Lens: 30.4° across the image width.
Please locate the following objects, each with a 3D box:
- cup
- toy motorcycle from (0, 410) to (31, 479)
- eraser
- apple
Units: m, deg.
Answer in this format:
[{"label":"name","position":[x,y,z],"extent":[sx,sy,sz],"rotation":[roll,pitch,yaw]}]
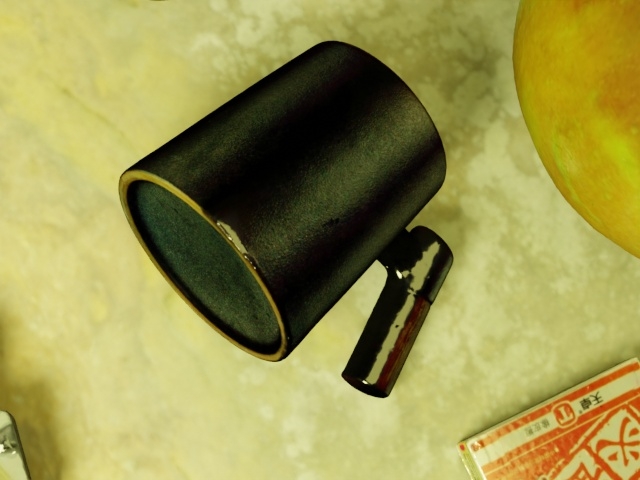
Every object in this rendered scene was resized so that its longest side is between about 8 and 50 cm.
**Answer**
[{"label":"cup","position":[-0.013,-0.009,0.850],"extent":[0.166,0.239,0.177],"rotation":[27,59,38]},{"label":"toy motorcycle","position":[-0.258,0.177,0.763],"extent":[0.152,0.073,0.225],"rotation":[-24,84,-15]},{"label":"eraser","position":[0.220,0.223,0.883],"extent":[0.157,0.038,0.230],"rotation":[-23,82,-17]},{"label":"apple","position":[0.329,-0.128,0.836],"extent":[0.384,0.374,0.374],"rotation":[15,74,-4]}]
